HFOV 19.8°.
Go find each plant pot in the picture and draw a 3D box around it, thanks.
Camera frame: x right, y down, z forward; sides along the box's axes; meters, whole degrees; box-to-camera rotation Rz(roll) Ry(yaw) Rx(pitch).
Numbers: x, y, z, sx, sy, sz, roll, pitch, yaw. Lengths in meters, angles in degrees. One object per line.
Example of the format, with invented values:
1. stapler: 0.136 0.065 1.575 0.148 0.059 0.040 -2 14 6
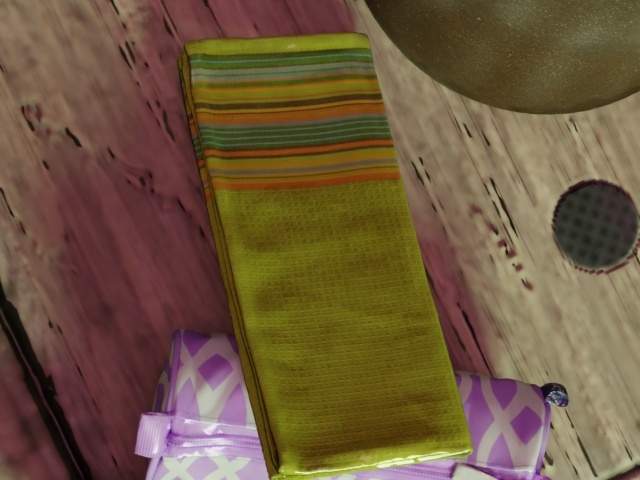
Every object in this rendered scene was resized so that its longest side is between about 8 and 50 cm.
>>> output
1. plant pot: 0.131 -0.181 0.865 0.215 0.230 0.215 0 86 -6

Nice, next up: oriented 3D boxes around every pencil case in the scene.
1. pencil case: 0.014 0.099 0.902 0.206 0.088 0.086 8 113 -3

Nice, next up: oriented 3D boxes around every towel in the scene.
1. towel: 0.000 0.000 0.894 0.102 0.021 0.237 -8 64 -13
